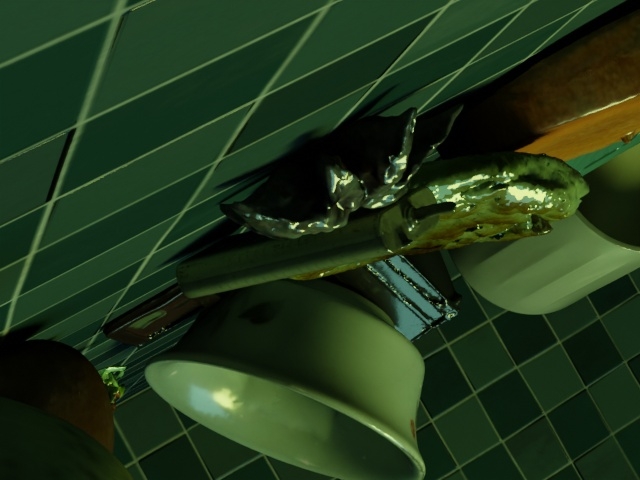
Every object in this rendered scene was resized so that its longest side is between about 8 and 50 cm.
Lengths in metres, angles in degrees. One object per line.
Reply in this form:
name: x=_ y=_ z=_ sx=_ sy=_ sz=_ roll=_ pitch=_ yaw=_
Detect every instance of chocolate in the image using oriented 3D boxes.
chocolate: x=-0.239 y=0.153 z=1.145 sx=0.176 sy=0.177 sz=0.177 roll=-30 pitch=176 yaw=-2

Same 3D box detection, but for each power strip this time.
power strip: x=0.000 y=0.000 z=1.187 sx=0.268 sy=0.034 sz=0.092 roll=-14 pitch=-170 yaw=37

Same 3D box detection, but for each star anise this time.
star anise: x=0.021 y=-0.047 z=1.064 sx=0.180 sy=0.061 sz=0.204 roll=-31 pitch=175 yaw=19

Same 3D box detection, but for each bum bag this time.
bum bag: x=-0.165 y=0.072 z=1.505 sx=0.109 sy=0.026 sz=0.159 roll=-30 pitch=171 yaw=1

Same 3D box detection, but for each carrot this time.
carrot: x=0.255 y=-0.137 z=1.373 sx=0.307 sy=0.100 sz=0.258 roll=-26 pitch=172 yaw=0

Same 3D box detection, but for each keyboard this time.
keyboard: x=0.066 y=0.042 z=1.674 sx=0.087 sy=0.017 sz=0.250 roll=-32 pitch=134 yaw=18

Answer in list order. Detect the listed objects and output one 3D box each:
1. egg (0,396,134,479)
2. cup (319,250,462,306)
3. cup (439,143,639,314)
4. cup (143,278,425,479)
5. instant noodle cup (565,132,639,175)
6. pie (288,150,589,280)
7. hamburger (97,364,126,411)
egg: x=-0.275 y=0.264 z=0.793 sx=0.428 sy=0.345 sz=0.345 roll=-34 pitch=177 yaw=-14
cup: x=0.082 y=0.049 z=1.864 sx=0.169 sy=0.177 sz=0.223 roll=-33 pitch=175 yaw=-1
cup: x=0.274 y=-0.052 z=1.814 sx=0.322 sy=0.237 sz=0.327 roll=3 pitch=163 yaw=-20
cup: x=-0.019 y=0.147 z=1.703 sx=0.163 sy=0.347 sz=0.347 roll=-69 pitch=-168 yaw=-21
instant noodle cup: x=0.308 y=-0.147 z=1.601 sx=0.179 sy=0.070 sz=0.157 roll=-28 pitch=155 yaw=-24
pie: x=0.095 y=-0.021 z=1.348 sx=0.302 sy=0.067 sz=0.302 roll=-12 pitch=172 yaw=-2
hamburger: x=-0.340 y=0.231 z=1.530 sx=0.260 sy=0.150 sz=0.276 roll=-49 pitch=174 yaw=-41
